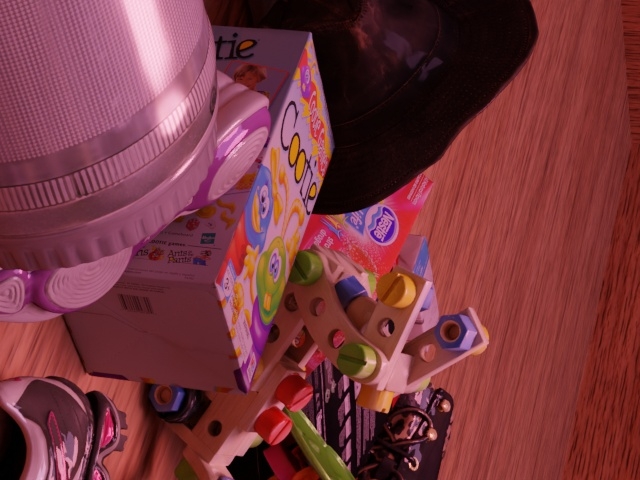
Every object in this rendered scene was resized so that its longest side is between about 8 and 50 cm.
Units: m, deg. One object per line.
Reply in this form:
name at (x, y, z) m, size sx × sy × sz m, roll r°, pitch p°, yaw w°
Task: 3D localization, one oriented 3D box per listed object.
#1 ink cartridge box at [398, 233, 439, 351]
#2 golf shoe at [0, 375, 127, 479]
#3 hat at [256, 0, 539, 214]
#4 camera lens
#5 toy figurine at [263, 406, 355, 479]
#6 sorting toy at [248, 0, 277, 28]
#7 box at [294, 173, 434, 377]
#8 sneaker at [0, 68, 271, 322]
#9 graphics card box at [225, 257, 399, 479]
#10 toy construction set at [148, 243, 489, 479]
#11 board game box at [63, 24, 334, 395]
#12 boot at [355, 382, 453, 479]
ink cartridge box at (0.078, 0.070, 2.276) m, size 0.180 × 0.104 × 0.060 m, roll 77°, pitch 25°, yaw -46°
golf shoe at (-0.218, 0.231, 1.394) m, size 0.120 × 0.105 × 0.273 m, roll 22°, pitch 68°, yaw -56°
hat at (0.030, -0.183, 1.780) m, size 0.134 × 0.331 × 0.331 m, roll 51°, pitch 41°, yaw -32°
camera lens at (-0.181, -0.145, 1.143) m, size 0.274 × 0.219 × 0.219 m, roll 77°, pitch 25°, yaw -46°
toy figurine at (-0.056, 0.247, 1.819) m, size 0.130 × 0.159 × 0.173 m, roll 58°, pitch 5°, yaw 30°
sorting toy at (-0.026, -0.375, 1.898) m, size 0.229 × 0.041 × 0.307 m, roll 72°, pitch 28°, yaw -53°
box at (0.000, 0.000, 1.881) m, size 0.122 × 0.128 × 0.257 m, roll -46°, pitch -172°, yaw 35°
sneaker at (-0.176, -0.048, 1.422) m, size 0.305 × 0.152 × 0.114 m, roll -39°, pitch 161°, yaw -41°
graphics card box at (-0.005, 0.148, 2.045) m, size 0.371 × 0.094 × 0.233 m, roll -57°, pitch 149°, yaw -59°
toy construction set at (-0.030, 0.137, 1.675) m, size 0.328 × 0.215 × 0.151 m, roll -49°, pitch 153°, yaw -3°
board game box at (-0.097, -0.031, 1.592) m, size 0.142 × 0.144 × 0.275 m, roll 77°, pitch 26°, yaw -48°
boot at (0.067, 0.286, 2.250) m, size 0.377 × 0.138 × 0.284 m, roll 73°, pitch 28°, yaw -60°
